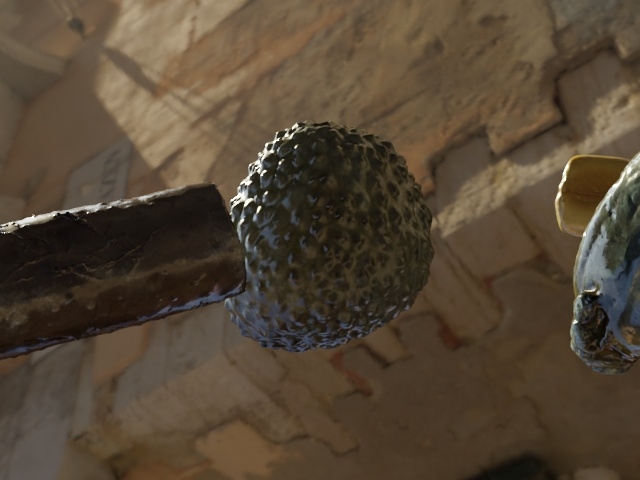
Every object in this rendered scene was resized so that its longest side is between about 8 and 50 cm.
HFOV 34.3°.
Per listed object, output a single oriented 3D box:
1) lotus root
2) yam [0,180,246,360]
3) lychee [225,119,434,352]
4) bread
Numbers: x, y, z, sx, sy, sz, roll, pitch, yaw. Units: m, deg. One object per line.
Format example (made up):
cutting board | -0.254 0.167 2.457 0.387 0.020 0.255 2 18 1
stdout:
lotus root | 0.389 -0.008 1.131 0.175 0.350 0.175 15 -144 -11
yam | -0.213 0.031 0.919 0.131 0.279 0.131 166 90 -77
lychee | 0.000 0.000 1.169 0.255 0.255 0.274 -76 -25 -62
bread | 0.447 -0.059 1.579 0.085 0.173 0.134 61 -141 -69
